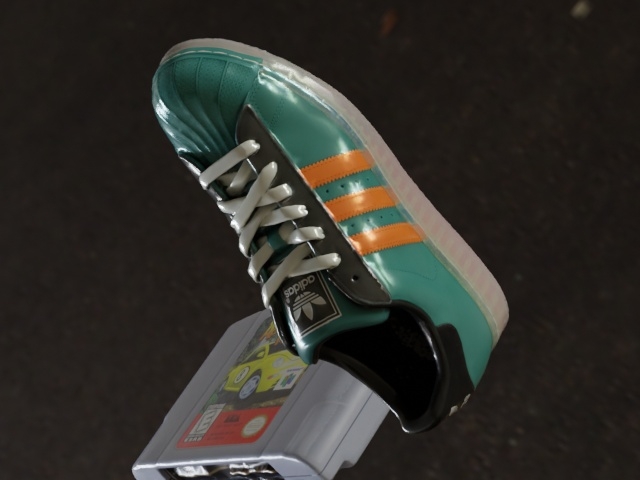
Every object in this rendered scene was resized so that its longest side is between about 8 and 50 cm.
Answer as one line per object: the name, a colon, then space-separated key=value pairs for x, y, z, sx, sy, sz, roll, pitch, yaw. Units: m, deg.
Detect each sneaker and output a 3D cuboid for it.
sneaker: x=0.000 y=0.000 z=1.255 sx=0.108 sy=0.302 sz=0.121 roll=-34 pitch=20 yaw=40

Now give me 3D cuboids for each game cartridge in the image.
game cartridge: x=-0.033 y=0.130 z=1.677 sx=0.294 sy=0.060 sz=0.196 roll=-13 pitch=33 yaw=55
